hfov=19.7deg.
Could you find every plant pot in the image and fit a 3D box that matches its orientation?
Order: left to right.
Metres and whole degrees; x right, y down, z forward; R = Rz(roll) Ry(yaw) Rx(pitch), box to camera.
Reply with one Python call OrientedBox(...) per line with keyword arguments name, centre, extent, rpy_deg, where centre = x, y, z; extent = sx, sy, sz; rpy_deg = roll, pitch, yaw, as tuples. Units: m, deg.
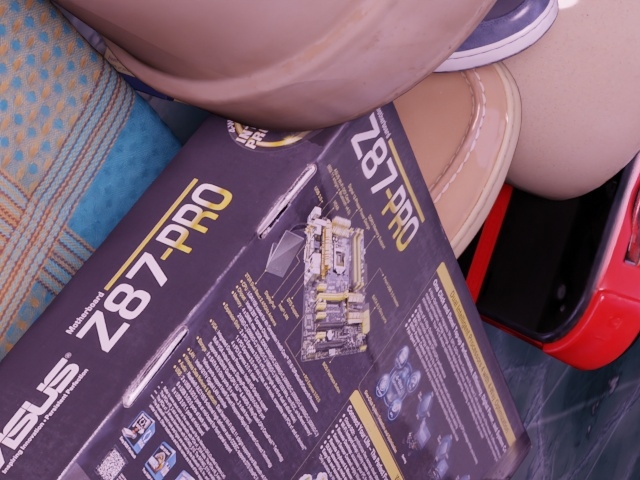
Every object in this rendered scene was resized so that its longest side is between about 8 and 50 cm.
OrientedBox(name="plant pot", centre=(-0.082, -0.239, 0.899), extent=(0.280, 0.323, 0.323), rpy_deg=(15, 95, -46))
OrientedBox(name="plant pot", centre=(0.129, -0.190, 1.350), extent=(0.191, 0.284, 0.284), rpy_deg=(16, 95, -24))

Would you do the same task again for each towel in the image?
OrientedBox(name="towel", centre=(-0.204, -0.007, 1.044), extent=(0.271, 0.040, 0.370), rpy_deg=(-61, 145, -15))

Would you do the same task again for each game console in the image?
OrientedBox(name="game console", centre=(0.199, -0.112, 1.459), extent=(0.060, 0.342, 0.386), rpy_deg=(17, 95, -23))

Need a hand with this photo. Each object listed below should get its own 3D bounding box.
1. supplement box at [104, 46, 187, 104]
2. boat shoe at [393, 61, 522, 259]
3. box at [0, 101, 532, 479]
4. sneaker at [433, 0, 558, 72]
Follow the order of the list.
OrientedBox(name="supplement box", centre=(-0.087, -0.131, 1.180), extent=(0.083, 0.056, 0.083), rpy_deg=(8, 101, -62))
OrientedBox(name="boat shoe", centre=(0.000, 0.000, 1.258), extent=(0.341, 0.121, 0.110), rpy_deg=(-49, 145, 17))
OrientedBox(name="box", centre=(-0.027, 0.126, 1.115), extent=(0.318, 0.097, 0.395), rpy_deg=(-51, 142, -20))
OrientedBox(name="sneaker", centre=(0.032, -0.193, 1.178), extent=(0.086, 0.226, 0.163), rpy_deg=(-65, 150, -26))
